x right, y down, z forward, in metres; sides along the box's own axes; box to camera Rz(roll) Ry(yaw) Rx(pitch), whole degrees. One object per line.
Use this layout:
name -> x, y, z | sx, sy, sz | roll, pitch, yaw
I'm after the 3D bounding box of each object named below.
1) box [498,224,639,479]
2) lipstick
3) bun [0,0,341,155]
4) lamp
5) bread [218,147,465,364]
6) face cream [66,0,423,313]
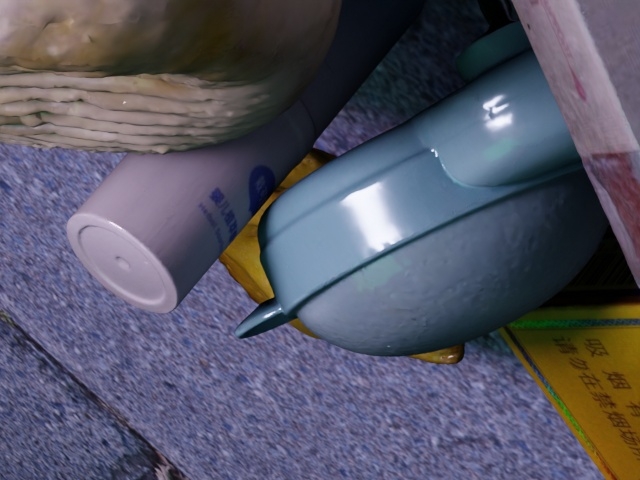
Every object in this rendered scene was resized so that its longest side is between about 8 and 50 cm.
box -> 0.264, 0.078, 1.148 | 0.301, 0.084, 0.193 | -4, 130, 52
lipstick -> 0.108, -0.159, 0.852 | 0.371, 0.079, 0.076 | 65, 170, -6
bun -> -0.164, -0.164, 0.920 | 0.365, 0.219, 0.365 | 8, 175, 1
lamp -> 0.082, -0.029, 1.094 | 0.147, 0.209, 0.284 | 49, 130, 19
bread -> 0.000, 0.000, 1.347 | 0.233, 0.088, 0.161 | 7, 134, 48
face cream -> -0.037, -0.072, 1.105 | 0.077, 0.250, 0.077 | 28, 151, 17
